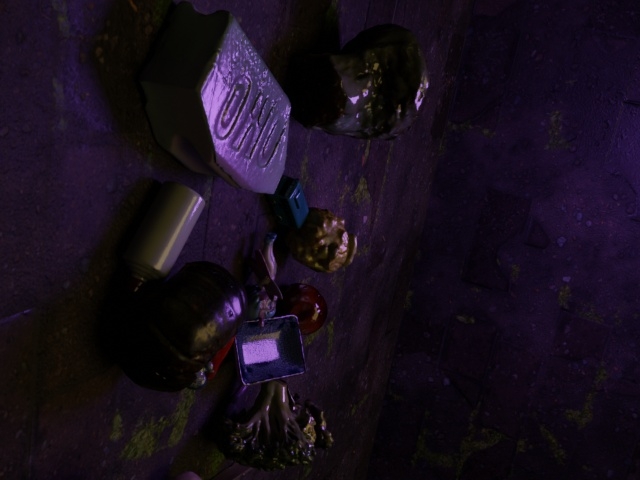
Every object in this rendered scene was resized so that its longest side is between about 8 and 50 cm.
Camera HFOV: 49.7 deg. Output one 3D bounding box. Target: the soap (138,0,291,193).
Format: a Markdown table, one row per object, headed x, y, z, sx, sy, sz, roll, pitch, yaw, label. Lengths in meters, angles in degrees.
| x | y | z | sx | sy | sz | roll | pitch | yaw | label |
| --- | --- | --- | --- | --- | --- | --- | --- | --- | --- |
| -0.204 | -0.268 | 1.492 | 0.261 | 0.156 | 0.446 | -68 | 158 | -12 | soap |

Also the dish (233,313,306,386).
| x | y | z | sx | sy | sz | roll | pitch | yaw | label |
| --- | --- | --- | --- | --- | --- | --- | --- | --- | --- |
| -0.166 | 0.319 | 2.018 | 0.243 | 0.080 | 0.182 | -2 | 79 | -42 | dish |

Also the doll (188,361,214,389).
| x | y | z | sx | sy | sz | roll | pitch | yaw | label |
| --- | --- | --- | --- | --- | --- | --- | --- | --- | --- |
| -0.318 | 0.346 | 1.794 | 0.050 | 0.076 | 0.083 | 154 | -48 | -72 | doll |

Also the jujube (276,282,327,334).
| x | y | z | sx | sy | sz | roll | pitch | yaw | label |
| --- | --- | --- | --- | --- | --- | --- | --- | --- | --- |
| -0.055 | 0.214 | 2.205 | 0.236 | 0.168 | 0.168 | -6 | 113 | -85 | jujube |

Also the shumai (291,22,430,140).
| x | y | z | sx | sy | sz | roll | pitch | yaw | label |
| --- | --- | --- | --- | --- | --- | --- | --- | --- | --- |
| 0.077 | -0.423 | 1.907 | 0.323 | 0.397 | 0.324 | -13 | 101 | -31 | shumai |

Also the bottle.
| x | y | z | sx | sy | sz | roll | pitch | yaw | label |
| --- | --- | --- | --- | --- | --- | --- | --- | --- | --- |
| -0.338 | 0.001 | 1.442 | 0.245 | 0.104 | 0.104 | -66 | 157 | -17 | bottle |

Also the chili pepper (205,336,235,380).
| x | y | z | sx | sy | sz | roll | pitch | yaw | label |
| --- | --- | --- | --- | --- | --- | --- | --- | --- | --- |
| -0.260 | 0.258 | 1.873 | 0.071 | 0.063 | 0.272 | 25 | 85 | -55 | chili pepper |

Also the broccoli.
| x | y | z | sx | sy | sz | roll | pitch | yaw | label |
| --- | --- | --- | --- | --- | --- | --- | --- | --- | --- |
| -0.139 | 0.559 | 2.016 | 0.272 | 0.324 | 0.334 | -55 | 168 | 1 | broccoli |

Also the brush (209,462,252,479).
| x | y | z | sx | sy | sz | roll | pitch | yaw | label |
| --- | --- | --- | --- | --- | --- | --- | --- | --- | --- |
| -0.277 | 0.746 | 2.197 | 0.282 | 0.054 | 0.048 | -13 | 127 | -65 | brush |

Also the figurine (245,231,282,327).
| x | y | z | sx | sy | sz | roll | pitch | yaw | label |
| --- | --- | --- | --- | --- | --- | --- | --- | --- | --- |
| -0.166 | 0.099 | 1.953 | 0.205 | 0.102 | 0.260 | -117 | -147 | -69 | figurine |

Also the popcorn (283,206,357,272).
| x | y | z | sx | sy | sz | roll | pitch | yaw | label |
| --- | --- | --- | --- | --- | --- | --- | --- | --- | --- |
| 0.008 | 0.004 | 2.078 | 0.216 | 0.235 | 0.181 | 32 | 89 | -45 | popcorn |

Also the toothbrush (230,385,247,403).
| x | y | z | sx | sy | sz | roll | pitch | yaw | label |
| --- | --- | --- | --- | --- | --- | --- | --- | --- | --- |
| -0.200 | 0.399 | 2.166 | 0.286 | 0.020 | 0.025 | -54 | 158 | -38 | toothbrush |

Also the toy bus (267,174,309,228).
| x | y | z | sx | sy | sz | roll | pitch | yaw | label |
| --- | --- | --- | --- | --- | --- | --- | --- | --- | --- |
| -0.090 | -0.111 | 1.954 | 0.079 | 0.091 | 0.160 | -62 | 156 | -27 | toy bus |

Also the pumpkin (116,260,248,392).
| x | y | z | sx | sy | sz | roll | pitch | yaw | label |
| --- | --- | --- | --- | --- | --- | --- | --- | --- | --- |
| -0.291 | 0.184 | 1.484 | 0.320 | 0.192 | 0.320 | -48 | 177 | -3 | pumpkin |

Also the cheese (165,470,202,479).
| x | y | z | sx | sy | sz | roll | pitch | yaw | label |
| --- | --- | --- | --- | --- | --- | --- | --- | --- | --- |
| -0.358 | 0.713 | 1.792 | 0.117 | 0.235 | 0.218 | -9 | 91 | -44 | cheese |
